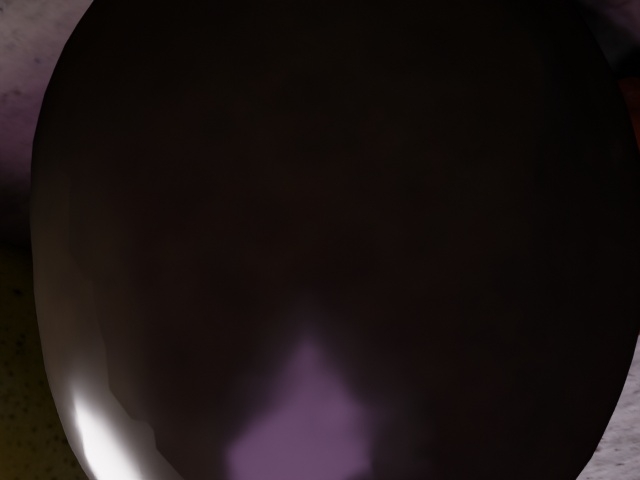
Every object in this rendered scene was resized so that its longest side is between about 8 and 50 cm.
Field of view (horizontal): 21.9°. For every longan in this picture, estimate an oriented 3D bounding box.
[{"bbox_3d":[0.000,0.000,0.675,0.243,0.300,0.300,15,151,-25],"label":"longan"}]

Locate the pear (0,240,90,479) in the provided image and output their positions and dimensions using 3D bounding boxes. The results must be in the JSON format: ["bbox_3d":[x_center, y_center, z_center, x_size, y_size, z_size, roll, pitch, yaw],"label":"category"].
[{"bbox_3d":[-0.221,0.131,0.991,0.294,0.294,0.294,9,149,5],"label":"pear"}]

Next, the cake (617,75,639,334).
[{"bbox_3d":[0.107,0.002,0.830,0.135,0.098,0.287,29,140,-36],"label":"cake"}]
